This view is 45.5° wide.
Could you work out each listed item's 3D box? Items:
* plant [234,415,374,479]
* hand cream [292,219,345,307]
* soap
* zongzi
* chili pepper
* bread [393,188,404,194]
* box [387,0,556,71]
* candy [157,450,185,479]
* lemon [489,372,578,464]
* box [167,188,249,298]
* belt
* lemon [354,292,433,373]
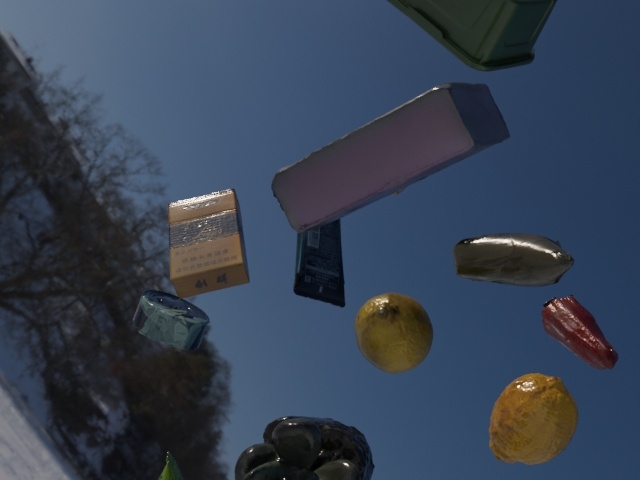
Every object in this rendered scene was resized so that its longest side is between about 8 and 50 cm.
[{"bbox_3d":[-0.018,0.290,0.929,0.149,0.146,0.274,4,-12,14],"label":"plant"},{"bbox_3d":[0.000,0.000,1.545,0.120,0.270,0.061,18,-36,-29],"label":"hand cream"},{"bbox_3d":[0.110,-0.129,1.134,0.296,0.285,0.107,-26,-91,27],"label":"soap"},{"bbox_3d":[0.421,0.042,1.707,0.260,0.122,0.289,3,0,14],"label":"zongzi"},{"bbox_3d":[0.654,0.251,1.875,0.252,0.137,0.144,-115,-164,-61],"label":"chili pepper"},{"bbox_3d":[0.245,-0.255,2.140,0.132,0.167,0.294,41,-28,5],"label":"bread"},{"bbox_3d":[0.320,-0.522,1.625,0.328,0.253,0.177,45,-46,23],"label":"box"},{"bbox_3d":[-0.320,0.569,1.583,0.246,0.069,0.148,-86,175,-53],"label":"candy"},{"bbox_3d":[0.372,0.319,1.344,0.142,0.187,0.142,34,12,-8],"label":"lemon"},{"bbox_3d":[-0.238,0.003,1.608,0.070,0.152,0.237,77,1,-46],"label":"box"},{"bbox_3d":[-0.321,0.168,1.634,0.151,0.078,0.198,19,6,-32],"label":"belt"},{"bbox_3d":[0.175,0.219,1.830,0.188,0.188,0.256,37,-7,34],"label":"lemon"}]
